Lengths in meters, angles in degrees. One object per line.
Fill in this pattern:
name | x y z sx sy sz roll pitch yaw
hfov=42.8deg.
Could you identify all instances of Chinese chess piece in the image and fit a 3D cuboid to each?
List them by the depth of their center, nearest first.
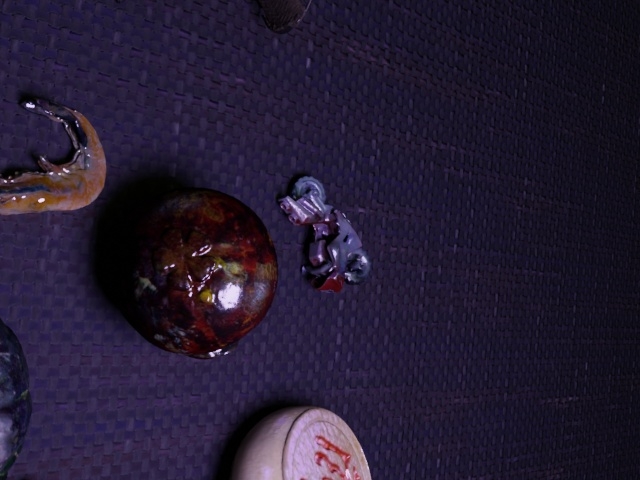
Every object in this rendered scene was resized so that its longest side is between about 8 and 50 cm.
Chinese chess piece | -0.024 0.396 1.282 0.270 0.112 0.270 37 43 -44

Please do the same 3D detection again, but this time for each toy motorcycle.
toy motorcycle | -0.001 0.000 1.370 0.122 0.082 0.213 -44 107 -37

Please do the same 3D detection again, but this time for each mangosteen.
mangosteen | -0.171 0.058 1.150 0.231 0.231 0.289 -61 168 -22

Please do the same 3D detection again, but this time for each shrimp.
shrimp | -0.369 -0.106 1.043 0.219 0.046 0.152 -16 104 -45

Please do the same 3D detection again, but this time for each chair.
chair | -0.075 -0.431 1.225 0.149 0.174 0.213 -47 110 -26

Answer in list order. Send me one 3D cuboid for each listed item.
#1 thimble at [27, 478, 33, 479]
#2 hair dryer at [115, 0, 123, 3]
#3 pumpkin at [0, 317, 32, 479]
thimble | -0.330 0.415 1.035 0.185 0.149 0.210 -20 105 -38
hair dryer | -0.273 -0.382 1.142 0.079 0.031 0.083 -42 105 -23
pumpkin | -0.461 0.182 0.838 0.323 0.241 0.323 5 82 -42
